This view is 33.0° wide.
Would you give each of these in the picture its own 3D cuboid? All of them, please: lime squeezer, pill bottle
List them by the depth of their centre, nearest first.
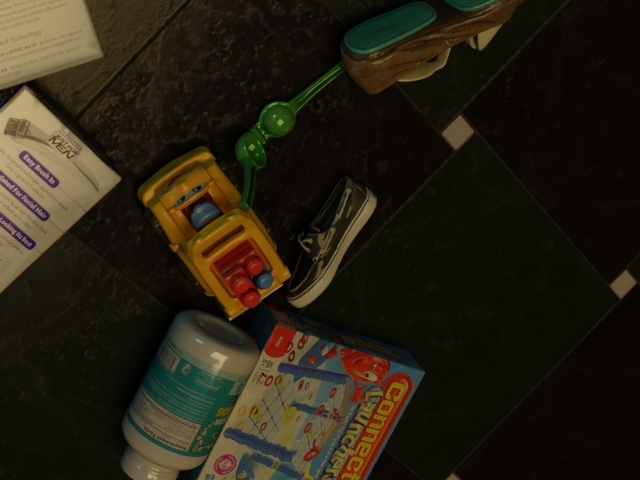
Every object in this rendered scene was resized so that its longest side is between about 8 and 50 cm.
[{"bbox_3d":[-0.066,-0.163,1.582,0.059,0.110,0.310,43,61,-16],"label":"lime squeezer"},{"bbox_3d":[-0.212,0.250,1.671,0.146,0.146,0.264,22,103,-29],"label":"pill bottle"}]

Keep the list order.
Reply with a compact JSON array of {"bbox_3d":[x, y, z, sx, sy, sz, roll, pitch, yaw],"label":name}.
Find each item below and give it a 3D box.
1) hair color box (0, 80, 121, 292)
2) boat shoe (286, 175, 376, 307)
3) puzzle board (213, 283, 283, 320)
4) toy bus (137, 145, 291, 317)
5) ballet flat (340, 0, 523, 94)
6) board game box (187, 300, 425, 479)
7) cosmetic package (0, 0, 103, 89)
[{"bbox_3d":[-0.459,-0.044,1.457,0.339,0.110,0.185,-42,121,1],"label":"hair color box"},{"bbox_3d":[0.000,0.000,1.695,0.070,0.078,0.219,32,89,-32],"label":"boat shoe"},{"bbox_3d":[-0.111,0.076,1.646,0.096,0.128,0.011,-33,112,-7],"label":"puzzle board"},{"bbox_3d":[-0.143,0.002,1.553,0.149,0.211,0.220,-34,120,-4],"label":"toy bus"},{"bbox_3d":[0.188,-0.318,1.618,0.342,0.116,0.124,-31,141,-11],"label":"ballet flat"},{"bbox_3d":[-0.028,0.290,1.802,0.302,0.086,0.308,20,103,-29],"label":"board game box"},{"bbox_3d":[-0.379,-0.308,1.347,0.151,0.151,0.184,-21,118,-13],"label":"cosmetic package"}]
